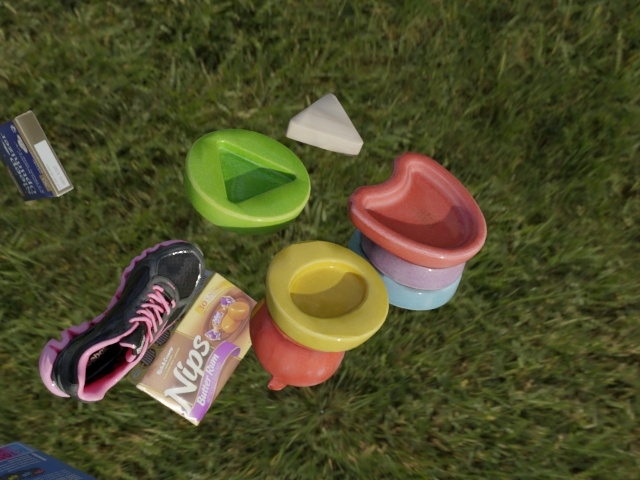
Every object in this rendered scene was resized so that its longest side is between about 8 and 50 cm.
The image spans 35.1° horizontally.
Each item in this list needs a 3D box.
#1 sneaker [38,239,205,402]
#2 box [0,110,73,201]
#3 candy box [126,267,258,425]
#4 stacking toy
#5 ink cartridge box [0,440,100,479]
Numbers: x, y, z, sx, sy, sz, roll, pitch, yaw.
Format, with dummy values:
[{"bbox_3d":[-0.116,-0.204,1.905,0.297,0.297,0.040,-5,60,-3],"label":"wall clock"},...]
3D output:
[{"bbox_3d":[-0.107,0.049,0.587,0.119,0.057,0.047,-48,116,-15],"label":"sneaker"},{"bbox_3d":[-0.482,-0.132,1.652,0.036,0.225,0.136,-34,106,-26],"label":"box"},{"bbox_3d":[-0.165,0.144,1.386,0.109,0.053,0.187,40,78,-26],"label":"candy box"},{"bbox_3d":[0.000,0.000,1.081,0.309,0.130,0.279,-28,63,-40],"label":"stacking toy"},{"bbox_3d":[-0.434,0.516,1.646,0.151,0.395,0.270,-15,108,-42],"label":"ink cartridge box"}]
